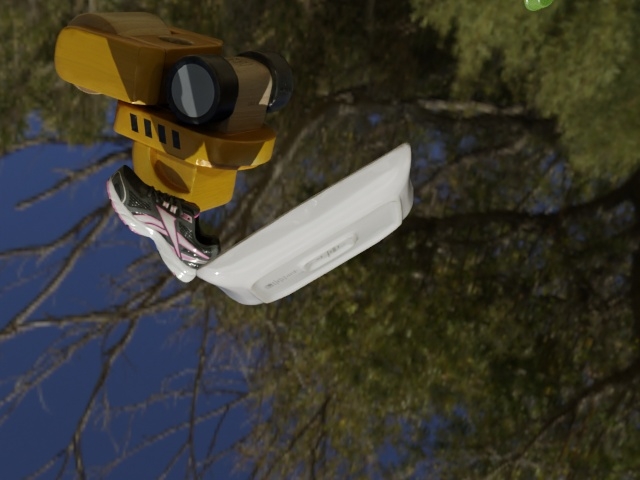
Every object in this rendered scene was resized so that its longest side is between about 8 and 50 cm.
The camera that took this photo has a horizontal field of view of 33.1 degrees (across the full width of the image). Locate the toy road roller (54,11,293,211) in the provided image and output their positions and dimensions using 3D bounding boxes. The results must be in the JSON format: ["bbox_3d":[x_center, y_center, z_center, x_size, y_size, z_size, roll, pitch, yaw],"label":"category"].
[{"bbox_3d":[-0.220,-0.181,1.557,0.330,0.240,0.202,23,-159,23],"label":"toy road roller"}]

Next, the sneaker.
[{"bbox_3d":[-0.194,-0.034,1.381,0.077,0.178,0.072,-32,-153,18],"label":"sneaker"}]

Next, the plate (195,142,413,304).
[{"bbox_3d":[0.000,0.000,1.298,0.278,0.277,0.045,-31,-100,0],"label":"plate"}]

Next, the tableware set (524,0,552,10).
[{"bbox_3d":[0.187,-0.272,0.929,0.104,0.154,0.024,-51,-130,-2],"label":"tableware set"}]
